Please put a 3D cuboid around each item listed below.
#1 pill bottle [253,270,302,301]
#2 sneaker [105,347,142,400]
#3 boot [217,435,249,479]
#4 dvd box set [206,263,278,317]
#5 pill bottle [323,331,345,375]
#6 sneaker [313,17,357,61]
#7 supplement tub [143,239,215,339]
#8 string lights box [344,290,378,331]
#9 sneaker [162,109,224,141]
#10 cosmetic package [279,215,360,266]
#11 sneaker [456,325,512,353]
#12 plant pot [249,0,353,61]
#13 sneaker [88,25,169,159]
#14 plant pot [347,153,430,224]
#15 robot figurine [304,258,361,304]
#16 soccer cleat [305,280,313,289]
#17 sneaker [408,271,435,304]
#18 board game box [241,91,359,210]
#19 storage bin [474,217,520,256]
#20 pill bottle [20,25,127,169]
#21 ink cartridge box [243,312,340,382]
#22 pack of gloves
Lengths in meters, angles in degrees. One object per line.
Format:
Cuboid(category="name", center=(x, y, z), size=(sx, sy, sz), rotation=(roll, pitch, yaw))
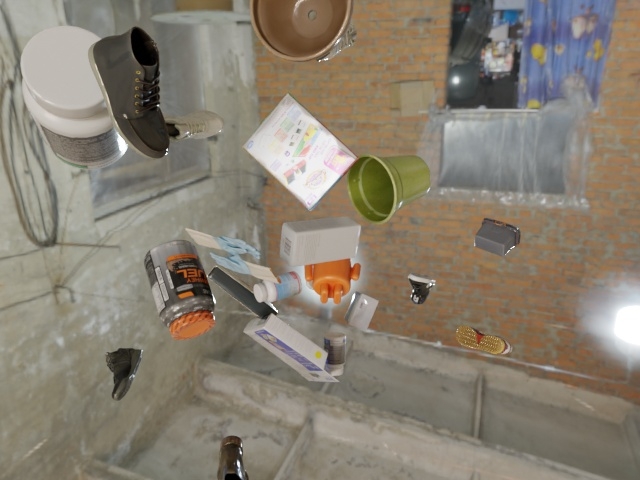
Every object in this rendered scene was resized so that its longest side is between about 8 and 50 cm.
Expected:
Cuboid(category="pill bottle", center=(-0.152, 0.168, 1.860), size=(0.160, 0.087, 0.087), rotation=(-13, -158, -31))
Cuboid(category="sneaker", center=(-0.789, 0.513, 2.029), size=(0.130, 0.087, 0.227), rotation=(13, -136, -6))
Cuboid(category="boot", center=(-0.222, 0.611, 1.308), size=(0.082, 0.219, 0.106), rotation=(-5, -158, -6))
Cuboid(category="dvd box set", center=(-0.328, 0.206, 2.166), size=(0.308, 0.062, 0.420), rotation=(38, 173, -7))
Cuboid(category="pill bottle", center=(0.048, 0.396, 1.825), size=(0.078, 0.137, 0.078), rotation=(1, -174, 0))
Cuboid(category="sneaker", center=(0.043, -0.608, 1.539), size=(0.129, 0.111, 0.297), rotation=(3, -143, 3))
Cuboid(category="supplement tub", center=(-0.520, 0.184, 1.951), size=(0.207, 0.207, 0.338), rotation=(-12, -118, -28))
Cuboid(category="string lights box", center=(0.162, 0.285, 2.137), size=(0.077, 0.133, 0.259), rotation=(24, 177, 0))
Cuboid(category="sneaker", center=(-0.402, -0.335, 1.576), size=(0.232, 0.090, 0.115), rotation=(-10, -151, -17))
Cuboid(category="cosmetic package", center=(0.000, 0.000, 1.582), size=(0.231, 0.117, 0.085), rotation=(-7, -151, -31))
Cuboid(category="sneaker", center=(0.524, 0.327, 1.683), size=(0.084, 0.069, 0.185), rotation=(22, 177, -35))
Cuboid(category="plant pot", center=(-0.032, -0.526, 1.190), size=(0.237, 0.237, 0.110), rotation=(5, -168, 17))
Cuboid(category="sneaker", center=(-0.310, -0.248, 0.908), size=(0.118, 0.222, 0.083), rotation=(-3, -149, 38))
Cuboid(category="plant pot", center=(0.288, -0.228, 2.069), size=(0.254, 0.276, 0.276), rotation=(-19, -155, -34))
Cuboid(category="robot figurine", center=(0.040, 0.101, 1.707), size=(0.158, 0.128, 0.219), rotation=(-24, -137, 29))
Cuboid(category="soccer cleat", center=(0.012, 0.136, 1.847), size=(0.076, 0.068, 0.196), rotation=(-8, -175, 44))
Cuboid(category="sneaker", center=(0.395, 0.199, 2.089), size=(0.079, 0.121, 0.217), rotation=(24, -175, 30))
Cuboid(category="board game box", center=(-0.066, -0.293, 1.740), size=(0.316, 0.242, 0.064), rotation=(44, -168, 1))
Cuboid(category="storage bin", center=(0.589, -0.010, 1.757), size=(0.135, 0.098, 0.091), rotation=(23, -129, 35))
Cuboid(category="pill bottle", center=(-0.530, -0.300, 1.155), size=(0.204, 0.204, 0.361), rotation=(-8, 174, -20))
Cuboid(category="ink cartridge box", center=(-0.094, 0.364, 1.754), size=(0.072, 0.307, 0.303), rotation=(-58, -170, -22))
Cuboid(category="pack of gloves", center=(-0.230, 0.029, 1.435), size=(0.232, 0.195, 0.046), rotation=(13, -120, 28))
